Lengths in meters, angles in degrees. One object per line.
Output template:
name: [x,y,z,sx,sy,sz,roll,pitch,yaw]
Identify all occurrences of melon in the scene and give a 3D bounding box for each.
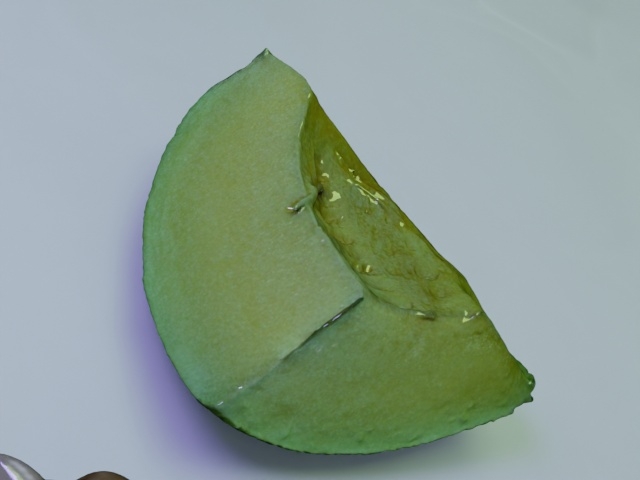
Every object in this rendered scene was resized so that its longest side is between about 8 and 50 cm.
melon: [0.000,0.000,0.968,0.331,0.226,0.343,-4,38,-24]

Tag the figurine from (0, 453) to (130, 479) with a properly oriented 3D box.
figurine: [-0.139,0.244,0.639,0.173,0.177,0.247,18,46,-48]
